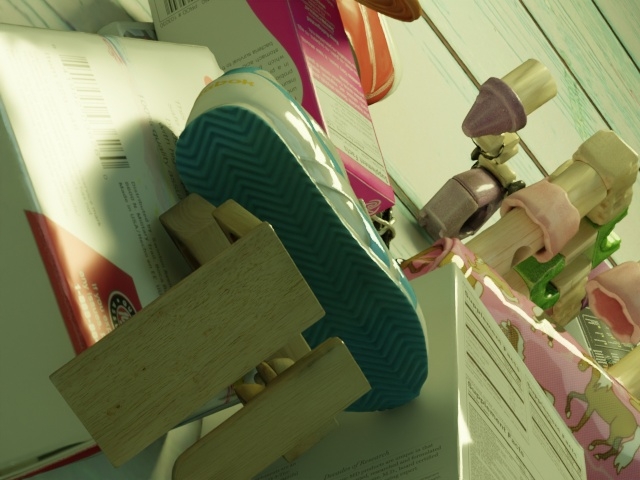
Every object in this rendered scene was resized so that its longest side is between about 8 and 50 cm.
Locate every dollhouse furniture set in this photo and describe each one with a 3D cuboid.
[{"bbox_3d":[-0.068,0.062,0.949,0.144,0.123,0.151,59,-11,-26],"label":"dollhouse furniture set"}]

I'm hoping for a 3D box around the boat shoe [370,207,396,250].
[{"bbox_3d":[0.023,-0.015,1.557,0.078,0.070,0.219,6,61,-67],"label":"boat shoe"}]

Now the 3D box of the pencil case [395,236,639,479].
[{"bbox_3d":[0.181,0.171,1.438,0.386,0.160,0.167,41,-4,-2],"label":"pencil case"}]

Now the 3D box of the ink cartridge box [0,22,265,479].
[{"bbox_3d":[-0.133,0.006,1.061,0.226,0.131,0.306,69,19,6],"label":"ink cartridge box"}]

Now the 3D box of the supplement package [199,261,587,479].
[{"bbox_3d":[0.049,0.194,1.192,0.198,0.199,0.262,54,23,-29],"label":"supplement package"}]

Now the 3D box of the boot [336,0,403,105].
[{"bbox_3d":[-0.008,-0.235,1.721,0.244,0.088,0.176,68,22,-2],"label":"boot"}]

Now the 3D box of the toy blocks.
[{"bbox_3d":[0.157,0.038,1.679,0.309,0.260,0.288,47,-17,23],"label":"toy blocks"}]

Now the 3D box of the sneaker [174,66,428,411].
[{"bbox_3d":[0.000,0.000,1.093,0.228,0.087,0.092,61,19,-23],"label":"sneaker"}]

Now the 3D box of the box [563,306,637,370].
[{"bbox_3d":[0.315,0.150,2.106,0.231,0.056,0.183,12,56,-65],"label":"box"}]

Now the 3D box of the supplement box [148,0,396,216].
[{"bbox_3d":[-0.040,-0.113,1.391,0.114,0.111,0.220,33,37,-56],"label":"supplement box"}]

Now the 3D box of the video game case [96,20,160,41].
[{"bbox_3d":[-0.086,-0.083,1.438,0.183,0.023,0.201,66,20,2],"label":"video game case"}]

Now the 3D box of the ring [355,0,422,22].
[{"bbox_3d":[-0.058,-0.273,1.439,0.337,0.032,0.336,34,0,0],"label":"ring"}]
